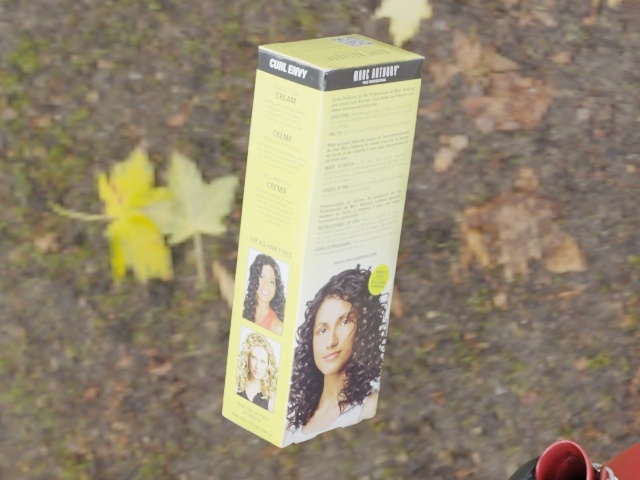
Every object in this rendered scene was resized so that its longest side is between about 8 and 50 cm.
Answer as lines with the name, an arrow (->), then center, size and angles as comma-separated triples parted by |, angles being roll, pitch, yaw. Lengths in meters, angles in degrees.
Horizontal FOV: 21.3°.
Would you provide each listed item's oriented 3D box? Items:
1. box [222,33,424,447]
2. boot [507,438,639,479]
box -> 0.000, 0.000, 1.002 | 0.058, 0.087, 0.232 | 23, 116, 40
boot -> 0.183, 0.165, 1.080 | 0.088, 0.244, 0.176 | 30, 137, 28
